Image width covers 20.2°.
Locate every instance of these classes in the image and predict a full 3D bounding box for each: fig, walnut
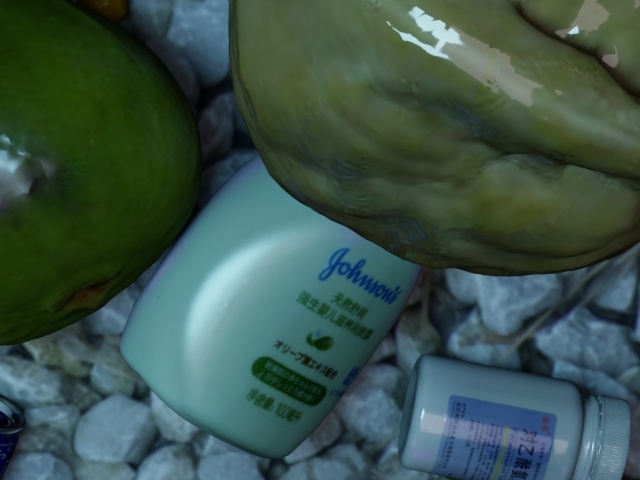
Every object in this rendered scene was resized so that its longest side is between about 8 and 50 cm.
[{"bbox_3d":[-0.262,-0.081,1.414,0.316,0.316,0.316,0,103,0],"label":"fig"},{"bbox_3d":[0.118,-0.150,1.257,0.383,0.383,0.384,0,103,0],"label":"walnut"}]

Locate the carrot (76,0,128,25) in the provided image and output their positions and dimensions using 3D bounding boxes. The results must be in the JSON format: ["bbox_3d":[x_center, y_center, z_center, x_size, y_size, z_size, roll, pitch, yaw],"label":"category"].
[{"bbox_3d":[-0.219,-0.288,1.482,0.043,0.043,0.248,-22,100,5],"label":"carrot"}]

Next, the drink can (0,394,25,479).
[{"bbox_3d":[-0.344,0.246,1.577,0.097,0.097,0.235,24,102,-5],"label":"drink can"}]

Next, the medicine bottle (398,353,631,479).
[{"bbox_3d":[0.166,0.163,1.552,0.186,0.103,0.103,12,103,-2],"label":"medicine bottle"}]

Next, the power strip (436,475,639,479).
[{"bbox_3d":[0.201,0.242,1.608,0.252,0.027,0.060,1,103,0],"label":"power strip"}]

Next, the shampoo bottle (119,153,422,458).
[{"bbox_3d":[0.000,0.000,1.479,0.222,0.151,0.349,33,94,-43],"label":"shampoo bottle"}]
